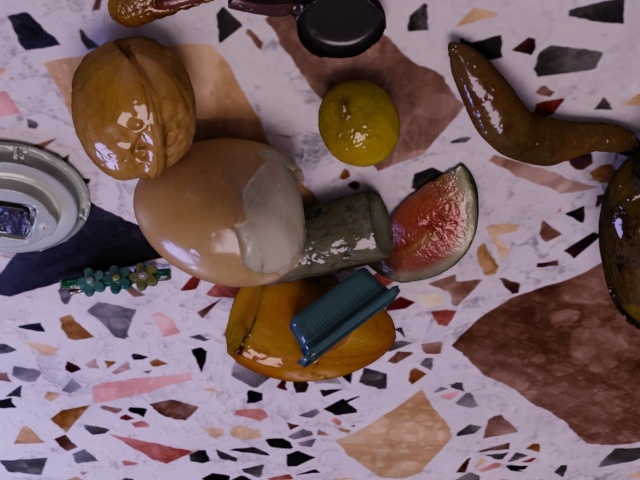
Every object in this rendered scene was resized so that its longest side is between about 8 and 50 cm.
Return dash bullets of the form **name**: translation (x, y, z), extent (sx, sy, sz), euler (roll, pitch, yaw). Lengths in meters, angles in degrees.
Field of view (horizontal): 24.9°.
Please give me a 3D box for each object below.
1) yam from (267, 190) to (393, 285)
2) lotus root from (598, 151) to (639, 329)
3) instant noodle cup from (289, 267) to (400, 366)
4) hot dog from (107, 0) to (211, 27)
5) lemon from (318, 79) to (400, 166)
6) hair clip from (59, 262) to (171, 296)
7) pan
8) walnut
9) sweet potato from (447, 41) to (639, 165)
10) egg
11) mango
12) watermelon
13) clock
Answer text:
- **yam**: translation (0.000, 0.000, 2.089), extent (0.194, 0.107, 0.107), euler (-15, 139, 15)
- **lotus root**: translation (0.497, 0.008, 2.067), extent (0.195, 0.179, 0.397), euler (-12, 140, 7)
- **instant noodle cup**: translation (0.027, 0.105, 2.094), extent (0.179, 0.070, 0.157), euler (-36, 176, -6)
- **hot dog**: translation (-0.161, -0.307, 1.757), extent (0.215, 0.047, 0.066), euler (-15, 136, 14)
- **lemon**: translation (0.051, -0.153, 1.907), extent (0.109, 0.109, 0.133), euler (-15, 147, 15)
- **hair clip**: translation (-0.312, 0.062, 2.195), extent (0.172, 0.049, 0.049), euler (-8, 140, 9)
- **pan**: translation (-0.019, -0.282, 1.798), extent (0.212, 0.040, 0.115), euler (9, 140, -25)
- **walnut**: translation (-0.236, -0.165, 1.845), extent (0.159, 0.159, 0.207), euler (-1, 135, -2)
- **sweet potato**: translation (0.283, -0.155, 1.941), extent (0.346, 0.079, 0.108), euler (21, 123, -30)
- **egg**: translation (-0.133, -0.040, 1.964), extent (0.244, 0.201, 0.201), euler (9, 140, 2)
- **mango**: translation (-0.009, 0.138, 2.231), extent (0.257, 0.138, 0.187), euler (20, 108, -25)
- **watermelon**: translation (0.158, -0.014, 2.125), extent (0.119, 0.063, 0.245), euler (33, 131, -18)
- **clock**: translation (-0.446, -0.046, 2.053), extent (0.236, 0.053, 0.236), euler (-1, 139, -1)
